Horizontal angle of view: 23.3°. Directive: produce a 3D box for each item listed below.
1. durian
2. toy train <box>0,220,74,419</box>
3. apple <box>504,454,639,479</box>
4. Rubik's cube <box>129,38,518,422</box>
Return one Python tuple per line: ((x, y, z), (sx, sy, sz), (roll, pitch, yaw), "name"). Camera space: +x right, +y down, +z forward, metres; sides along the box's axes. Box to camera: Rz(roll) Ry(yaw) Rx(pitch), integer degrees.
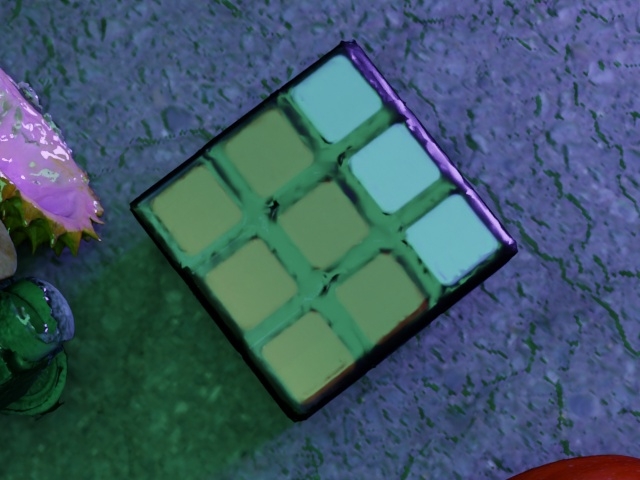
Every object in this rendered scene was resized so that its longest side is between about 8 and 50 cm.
((-0.229, -0.071, 0.967), (0.132, 0.165, 0.182), (-32, 116, -35), "durian")
((-0.282, 0.080, 0.887), (0.307, 0.126, 0.189), (-33, 96, 24), "toy train")
((0.167, 0.245, 0.849), (0.260, 0.260, 0.216), (44, 80, 5), "apple")
((0.000, 0.000, 0.927), (0.160, 0.162, 0.163), (-38, 83, -4), "Rubik's cube")
